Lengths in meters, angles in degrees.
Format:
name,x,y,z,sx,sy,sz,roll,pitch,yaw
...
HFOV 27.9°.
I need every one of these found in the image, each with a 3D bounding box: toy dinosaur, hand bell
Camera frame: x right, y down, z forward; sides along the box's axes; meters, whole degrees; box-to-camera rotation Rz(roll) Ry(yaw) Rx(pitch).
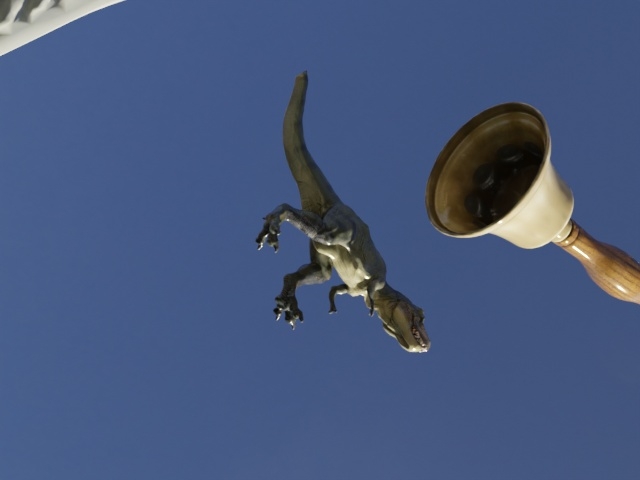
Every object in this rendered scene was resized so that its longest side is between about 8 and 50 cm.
name,x,y,z,sx,sy,sz,roll,pitch,yaw
toy dinosaur,0.000,0.000,1.115,0.064,0.118,0.268,-7,-66,52
hand bell,0.214,-0.003,1.110,0.126,0.242,0.126,-31,-139,32

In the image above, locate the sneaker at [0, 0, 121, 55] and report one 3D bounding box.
name,x,y,z,sx,sy,sz,roll,pitch,yaw
sneaker,-0.169,-0.138,0.564,0.150,0.366,0.135,6,-72,55
